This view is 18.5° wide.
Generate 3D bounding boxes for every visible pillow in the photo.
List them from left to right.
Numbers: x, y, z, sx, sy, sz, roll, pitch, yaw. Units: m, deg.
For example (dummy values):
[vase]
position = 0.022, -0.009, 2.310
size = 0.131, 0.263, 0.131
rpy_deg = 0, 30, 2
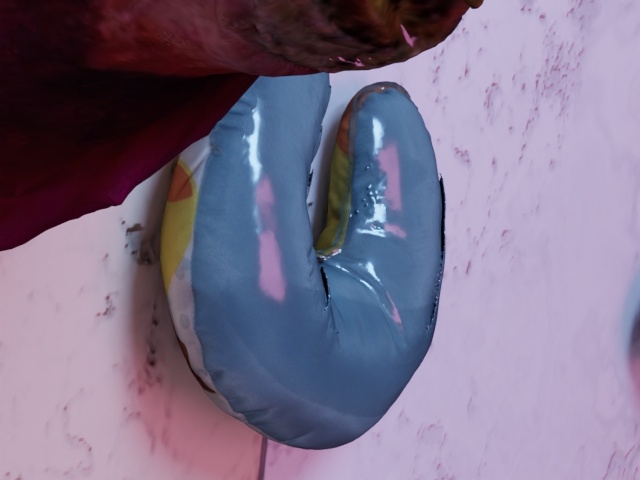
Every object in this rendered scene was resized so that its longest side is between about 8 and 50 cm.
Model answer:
[pillow]
position = 0.000, 0.000, 1.025
size = 0.233, 0.086, 0.214
rpy_deg = 27, 73, -55

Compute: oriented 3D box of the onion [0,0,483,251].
[onion]
position = -0.096, -0.134, 0.609
size = 0.348, 0.385, 0.347
rpy_deg = -24, 129, -33
